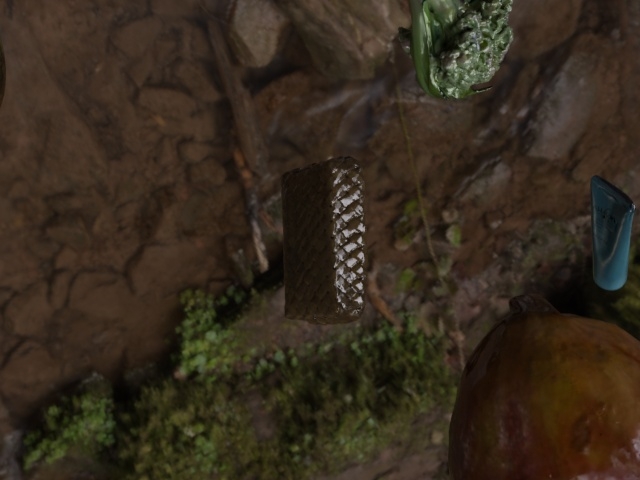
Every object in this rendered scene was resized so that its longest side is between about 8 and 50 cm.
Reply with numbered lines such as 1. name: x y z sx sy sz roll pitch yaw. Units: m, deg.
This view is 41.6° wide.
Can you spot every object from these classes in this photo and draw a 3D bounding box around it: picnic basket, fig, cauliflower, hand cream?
1. picnic basket: 0.000 0.000 0.968 0.054 0.110 0.194 6 80 -42
2. fig: 0.216 0.176 0.718 0.263 0.224 0.224 37 102 -31
3. cauliflower: 0.231 -0.403 1.559 0.238 0.257 0.315 -19 132 29
4. hand cream: 0.426 0.001 1.233 0.048 0.083 0.224 -31 137 -10

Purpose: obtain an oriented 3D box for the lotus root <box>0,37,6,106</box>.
1. lotus root: -0.386 -0.191 0.859 0.120 0.120 0.210 -11 98 -26
